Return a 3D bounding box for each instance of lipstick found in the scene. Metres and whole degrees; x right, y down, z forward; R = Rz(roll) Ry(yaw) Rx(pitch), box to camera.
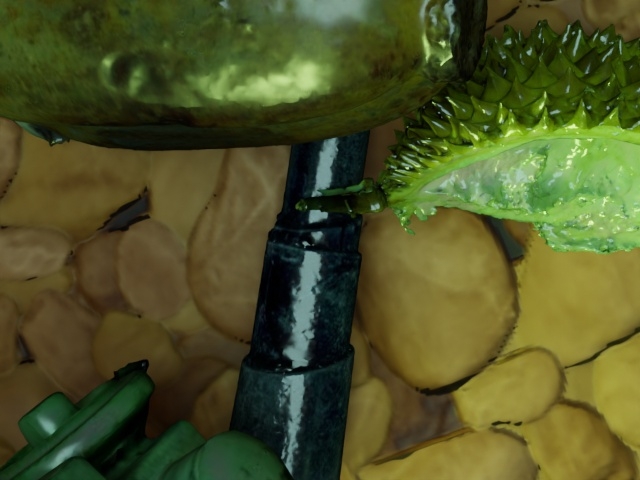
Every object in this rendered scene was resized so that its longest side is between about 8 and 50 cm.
[{"bbox_3d":[0.000,0.000,0.725,0.053,0.053,0.234,10,92,2],"label":"lipstick"}]

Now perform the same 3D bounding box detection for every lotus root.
[{"bbox_3d":[-0.049,-0.098,0.657,0.241,0.124,0.123,-1,91,23],"label":"lotus root"}]

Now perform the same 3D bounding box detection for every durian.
[{"bbox_3d":[0.101,-0.035,0.689,0.215,0.086,0.100,8,113,-12],"label":"durian"}]

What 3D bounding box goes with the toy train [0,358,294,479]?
[{"bbox_3d":[-0.124,0.169,0.655,0.266,0.202,0.145,-37,96,35],"label":"toy train"}]
